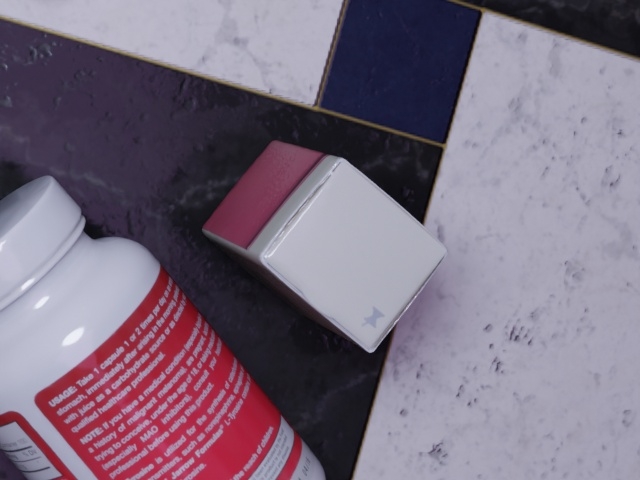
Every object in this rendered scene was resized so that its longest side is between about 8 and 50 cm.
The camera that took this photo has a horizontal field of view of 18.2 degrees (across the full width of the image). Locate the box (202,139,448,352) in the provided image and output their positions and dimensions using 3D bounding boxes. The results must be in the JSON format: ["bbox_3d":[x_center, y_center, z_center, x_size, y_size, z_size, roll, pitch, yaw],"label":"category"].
[{"bbox_3d":[0.000,0.000,1.947,0.148,0.232,0.127,40,84,-18],"label":"box"}]

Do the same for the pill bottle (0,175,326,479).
[{"bbox_3d":[-0.197,0.148,1.903,0.229,0.229,0.408,-40,107,-10],"label":"pill bottle"}]
